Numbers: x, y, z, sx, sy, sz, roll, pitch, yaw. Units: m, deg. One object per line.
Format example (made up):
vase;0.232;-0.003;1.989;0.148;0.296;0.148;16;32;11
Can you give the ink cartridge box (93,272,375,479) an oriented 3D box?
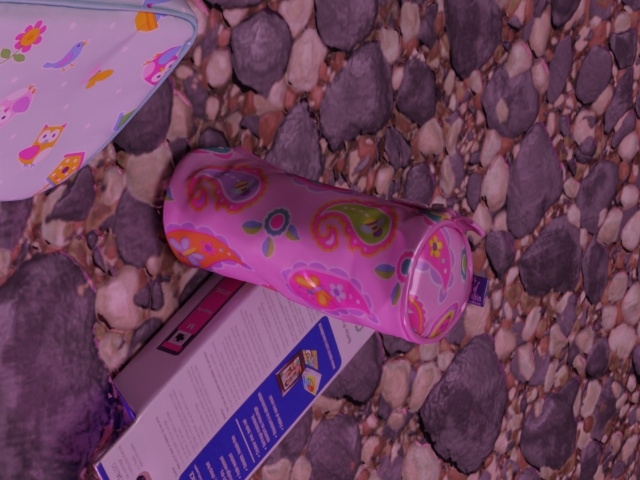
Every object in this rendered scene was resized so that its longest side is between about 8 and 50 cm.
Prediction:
ink cartridge box;-0.084;0.131;1.624;0.371;0.069;0.176;-49;138;-33

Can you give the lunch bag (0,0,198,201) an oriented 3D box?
lunch bag;-0.226;-0.131;1.211;0.224;0.108;0.279;-49;160;26

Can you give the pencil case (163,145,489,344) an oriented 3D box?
pencil case;0.000;0.000;1.496;0.124;0.284;0.124;-29;128;-47
